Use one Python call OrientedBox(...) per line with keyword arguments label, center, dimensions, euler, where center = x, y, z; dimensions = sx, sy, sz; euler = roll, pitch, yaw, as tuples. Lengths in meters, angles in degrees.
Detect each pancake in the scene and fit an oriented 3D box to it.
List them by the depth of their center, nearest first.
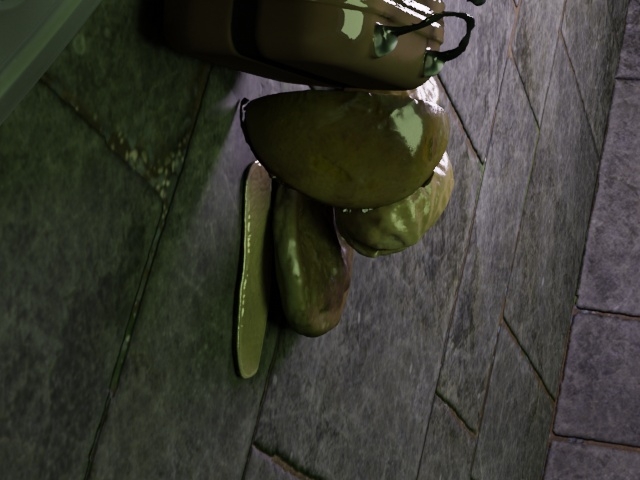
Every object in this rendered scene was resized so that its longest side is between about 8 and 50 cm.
OrientedBox(label="pancake", center=(0.000, 0.000, 1.493), dimensions=(0.242, 0.050, 0.242), euler=(-2, 90, -73))

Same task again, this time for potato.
OrientedBox(label="potato", center=(0.052, -0.100, 1.340), dimensions=(0.261, 0.100, 0.120), euler=(4, 75, -30))

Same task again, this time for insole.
OrientedBox(label="insole", center=(-0.073, 0.032, 1.393), dimensions=(0.081, 0.011, 0.248), euler=(-13, 107, -65))

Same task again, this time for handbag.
OrientedBox(label="handbag", center=(0.019, -0.229, 1.193), dimensions=(0.302, 0.283, 0.149), euler=(6, 89, -67))

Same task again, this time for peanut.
OrientedBox(label="peanut", center=(0.088, -0.115, 1.532), dimensions=(0.149, 0.149, 0.313), euler=(67, 17, -50))

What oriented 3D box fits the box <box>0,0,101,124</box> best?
OrientedBox(label="box", center=(-0.235, -0.183, 0.803), dimensions=(0.162, 0.130, 0.227), euler=(73, 31, -42))
